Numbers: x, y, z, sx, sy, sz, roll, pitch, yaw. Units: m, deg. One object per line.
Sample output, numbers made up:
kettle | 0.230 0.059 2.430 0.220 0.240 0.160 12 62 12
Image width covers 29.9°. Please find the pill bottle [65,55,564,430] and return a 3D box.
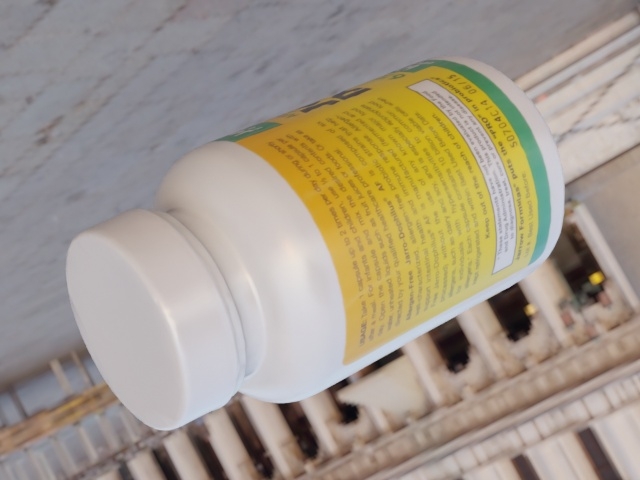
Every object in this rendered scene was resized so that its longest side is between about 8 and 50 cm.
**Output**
pill bottle | 0.000 0.000 0.531 0.208 0.118 0.117 -25 173 -33
